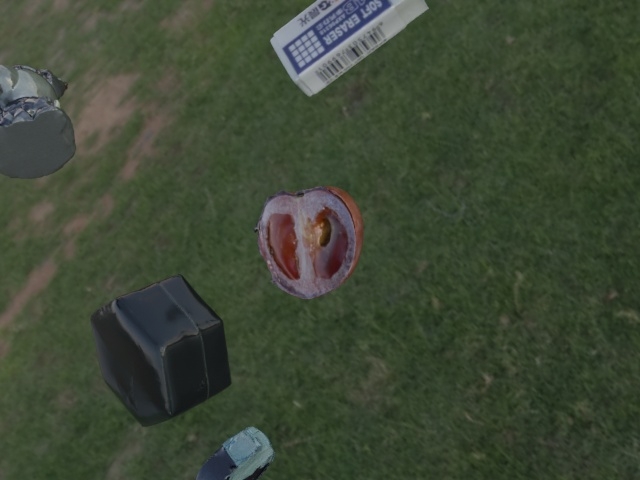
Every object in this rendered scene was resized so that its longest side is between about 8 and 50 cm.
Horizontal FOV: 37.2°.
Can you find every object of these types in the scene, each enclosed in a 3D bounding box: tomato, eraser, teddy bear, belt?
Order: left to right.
[{"bbox_3d":[-0.492,-0.199,1.523,0.171,0.144,0.251,-40,42,4],"label":"teddy bear"},{"bbox_3d":[-0.134,0.351,1.468,0.140,0.105,0.058,-46,62,-5],"label":"belt"},{"bbox_3d":[0.000,0.000,1.698,0.228,0.112,0.199,1,97,40],"label":"tomato"},{"bbox_3d":[0.052,-0.401,1.764,0.279,0.081,0.124,-35,60,11],"label":"eraser"}]

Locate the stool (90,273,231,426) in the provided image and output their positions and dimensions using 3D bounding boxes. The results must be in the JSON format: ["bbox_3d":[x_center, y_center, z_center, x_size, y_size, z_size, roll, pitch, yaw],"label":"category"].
[{"bbox_3d":[-0.254,0.175,1.522,0.141,0.232,0.232,-24,22,-37],"label":"stool"}]
